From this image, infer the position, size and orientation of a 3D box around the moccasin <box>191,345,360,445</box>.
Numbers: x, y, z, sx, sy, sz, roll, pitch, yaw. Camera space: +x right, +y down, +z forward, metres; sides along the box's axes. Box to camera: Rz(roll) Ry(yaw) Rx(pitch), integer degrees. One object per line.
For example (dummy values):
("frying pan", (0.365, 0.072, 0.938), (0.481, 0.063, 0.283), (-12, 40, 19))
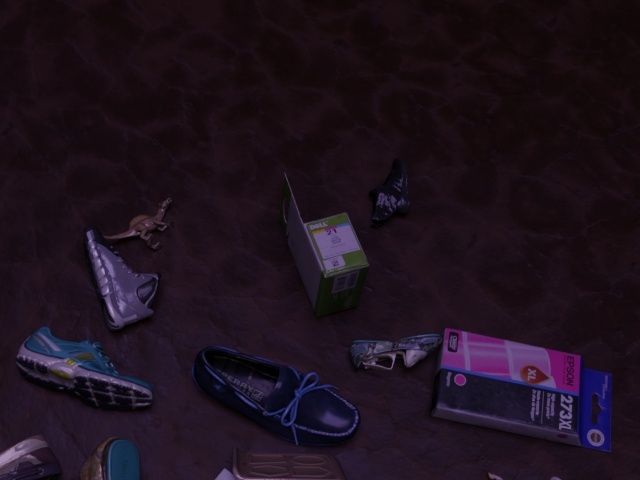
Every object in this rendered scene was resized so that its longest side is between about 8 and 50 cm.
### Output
("moccasin", (-0.088, 0.300, 1.849), (0.342, 0.117, 0.138), (16, 59, 2))

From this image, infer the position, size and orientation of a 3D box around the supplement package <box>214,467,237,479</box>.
("supplement package", (-0.132, 0.567, 1.674), (0.262, 0.145, 0.204), (36, 62, 13))

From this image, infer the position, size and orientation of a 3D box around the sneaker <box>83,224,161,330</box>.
("sneaker", (-0.397, 0.065, 1.975), (0.132, 0.086, 0.229), (-14, 73, -20))

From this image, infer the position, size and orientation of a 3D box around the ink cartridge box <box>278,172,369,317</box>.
("ink cartridge box", (0.000, 0.000, 1.993), (0.097, 0.189, 0.255), (-15, 63, -14))

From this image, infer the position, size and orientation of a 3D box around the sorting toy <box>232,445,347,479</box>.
("sorting toy", (-0.058, 0.419, 1.758), (0.208, 0.193, 0.038), (7, 90, -5))

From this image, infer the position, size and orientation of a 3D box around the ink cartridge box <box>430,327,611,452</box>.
("ink cartridge box", (0.414, 0.300, 1.949), (0.370, 0.069, 0.176), (13, 59, -3))

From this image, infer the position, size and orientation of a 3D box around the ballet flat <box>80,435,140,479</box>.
("ballet flat", (-0.369, 0.520, 1.692), (0.123, 0.123, 0.349), (-3, 60, -9))

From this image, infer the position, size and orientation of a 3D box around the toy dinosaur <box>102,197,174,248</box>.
("toy dinosaur", (-0.375, -0.021, 2.048), (0.183, 0.053, 0.092), (-33, 53, -29))

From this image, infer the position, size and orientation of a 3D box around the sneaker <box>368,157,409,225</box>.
("sneaker", (0.149, -0.112, 2.157), (0.089, 0.051, 0.170), (2, 63, -11))

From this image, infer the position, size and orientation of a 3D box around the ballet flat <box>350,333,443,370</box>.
("ballet flat", (0.154, 0.230, 1.948), (0.188, 0.070, 0.070), (-7, 60, 6))

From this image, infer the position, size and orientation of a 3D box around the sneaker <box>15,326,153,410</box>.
("sneaker", (-0.441, 0.240, 1.853), (0.275, 0.107, 0.110), (21, 50, 5))

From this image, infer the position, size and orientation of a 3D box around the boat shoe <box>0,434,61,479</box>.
("boat shoe", (-0.590, 0.456, 1.706), (0.285, 0.103, 0.092), (-33, 64, -29))

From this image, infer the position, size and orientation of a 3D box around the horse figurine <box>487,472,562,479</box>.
("horse figurine", (0.367, 0.545, 1.798), (0.174, 0.066, 0.263), (20, 57, 11))
